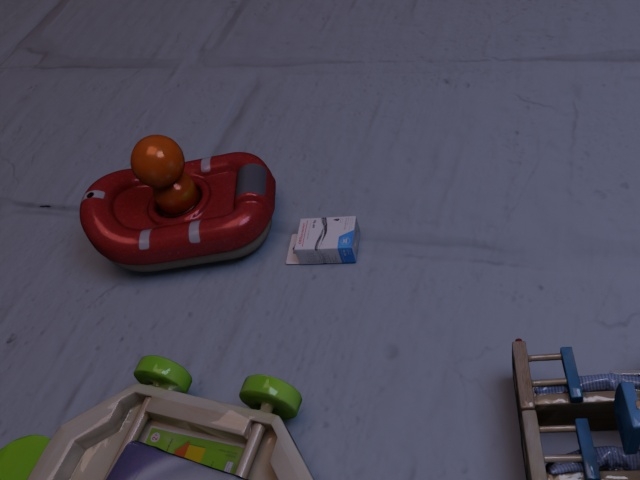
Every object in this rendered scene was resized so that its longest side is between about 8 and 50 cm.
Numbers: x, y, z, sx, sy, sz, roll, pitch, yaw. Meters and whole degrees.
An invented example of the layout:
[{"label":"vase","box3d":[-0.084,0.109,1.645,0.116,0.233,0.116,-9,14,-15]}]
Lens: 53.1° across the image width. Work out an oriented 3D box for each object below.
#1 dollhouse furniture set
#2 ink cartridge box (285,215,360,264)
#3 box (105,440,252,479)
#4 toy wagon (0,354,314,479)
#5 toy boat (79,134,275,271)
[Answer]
[{"label":"dollhouse furniture set","box3d":[0.212,0.104,0.465,0.130,0.183,0.128,-6,48,12]},{"label":"ink cartridge box","box3d":[0.000,0.000,0.728,0.083,0.028,0.048,-3,49,15]},{"label":"box","box3d":[-0.023,0.280,0.266,0.294,0.182,0.296,-1,49,40]},{"label":"toy wagon","box3d":[-0.172,0.231,0.553,0.345,0.068,0.267,5,51,22]},{"label":"toy boat","box3d":[-0.175,-0.059,0.751,0.231,0.151,0.150,-10,47,9]}]
